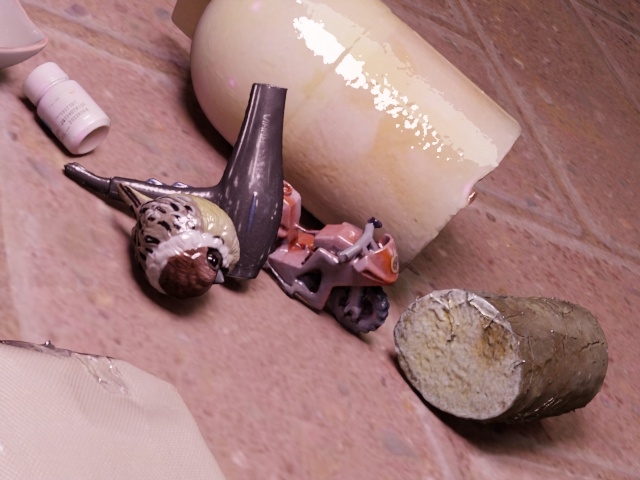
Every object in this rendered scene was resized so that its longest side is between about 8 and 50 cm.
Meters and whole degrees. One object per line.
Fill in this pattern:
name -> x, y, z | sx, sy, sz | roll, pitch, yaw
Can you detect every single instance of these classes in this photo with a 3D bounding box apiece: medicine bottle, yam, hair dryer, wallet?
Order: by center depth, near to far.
wallet -> -0.174, 0.186, 0.967 | 0.335, 0.068, 0.275 | 16, 40, -49
hair dryer -> -0.141, -0.069, 1.303 | 0.219, 0.196, 0.075 | 8, 5, -10
medicine bottle -> -0.254, -0.132, 1.325 | 0.089, 0.052, 0.052 | 48, 29, 13
yam -> 0.207, 0.125, 1.431 | 0.254, 0.154, 0.154 | 10, 40, -49
medicine bottle -> 0.003, -0.171, 1.500 | 0.406, 0.236, 0.236 | 42, 28, 0

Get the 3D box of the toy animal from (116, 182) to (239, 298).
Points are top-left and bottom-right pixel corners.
toy animal -> -0.144, -0.001, 1.238 | 0.137, 0.098, 0.098 | 28, 29, 0

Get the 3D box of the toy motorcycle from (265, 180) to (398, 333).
toy motorcycle -> 0.000, 0.000, 1.376 | 0.212, 0.118, 0.084 | 41, 41, 3

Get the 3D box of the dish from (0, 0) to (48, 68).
dish -> -0.385, -0.222, 1.270 | 0.212, 0.077, 0.151 | 0, 49, -50
